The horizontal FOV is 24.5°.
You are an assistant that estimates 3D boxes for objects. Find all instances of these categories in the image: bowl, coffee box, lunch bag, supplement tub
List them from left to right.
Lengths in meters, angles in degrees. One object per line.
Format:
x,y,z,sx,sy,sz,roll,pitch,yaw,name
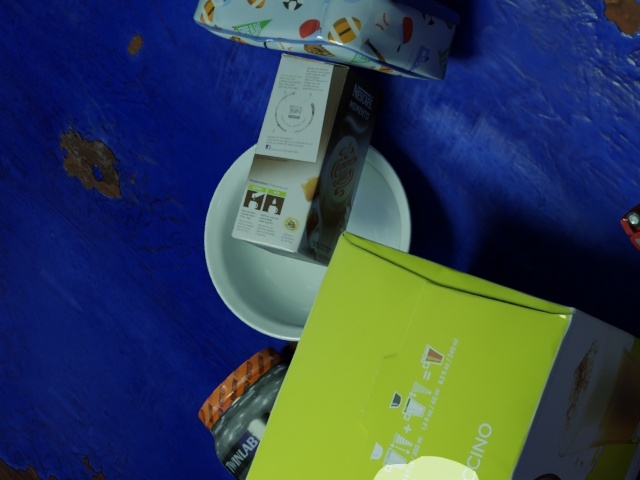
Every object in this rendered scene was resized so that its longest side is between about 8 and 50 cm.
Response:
-0.019,0.340,2.288,0.338,0.207,0.207,45,140,12,supplement tub
-0.015,-0.101,1.916,0.098,0.141,0.246,14,86,23,coffee box
0.000,0.000,2.041,0.298,0.134,0.297,-4,79,19,bowl
0.007,-0.277,1.823,0.303,0.243,0.114,19,98,38,lunch bag
0.178,0.221,1.803,0.338,0.334,0.337,20,88,36,coffee box

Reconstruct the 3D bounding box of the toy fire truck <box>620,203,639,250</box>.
0.451,-0.003,1.697,0.192,0.047,0.135,-23,100,51,toy fire truck
